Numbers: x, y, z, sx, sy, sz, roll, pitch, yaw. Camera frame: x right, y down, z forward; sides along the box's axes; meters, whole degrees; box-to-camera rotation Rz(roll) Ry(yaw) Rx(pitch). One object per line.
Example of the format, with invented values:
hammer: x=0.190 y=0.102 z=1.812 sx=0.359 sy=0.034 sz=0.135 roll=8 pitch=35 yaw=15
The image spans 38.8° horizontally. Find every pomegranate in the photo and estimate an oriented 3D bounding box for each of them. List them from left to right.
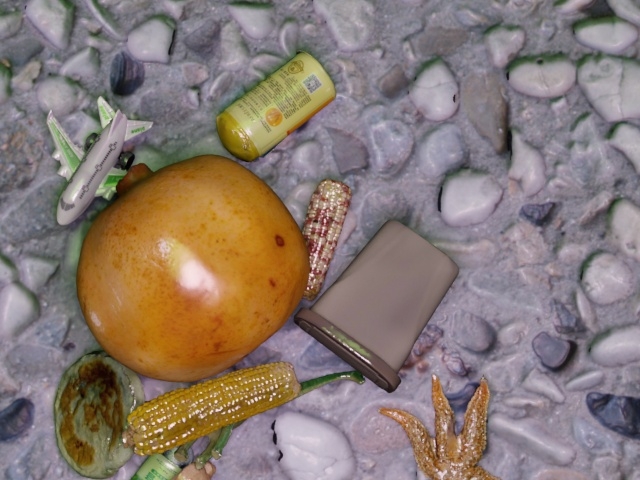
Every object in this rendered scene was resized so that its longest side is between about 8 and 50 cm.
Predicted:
pomegranate: x=-0.224 y=0.038 z=1.578 sx=0.417 sy=0.416 sz=0.416 roll=0 pitch=79 yaw=-1

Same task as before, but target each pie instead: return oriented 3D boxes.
pie: x=-0.399 y=0.309 z=1.640 sx=0.240 sy=0.054 sz=0.240 roll=-7 pitch=79 yaw=37

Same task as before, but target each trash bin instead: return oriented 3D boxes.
trash bin: x=0.109 y=0.115 z=1.652 sx=0.220 sy=0.219 sz=0.250 roll=36 pitch=74 yaw=4

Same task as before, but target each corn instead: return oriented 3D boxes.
corn: x=-0.186 y=0.284 z=1.560 sx=0.320 sy=0.097 sz=0.097 roll=-17 pitch=80 yaw=-17
corn: x=0.000 y=0.000 z=1.733 sx=0.080 sy=0.079 sz=0.237 roll=14 pitch=88 yaw=1

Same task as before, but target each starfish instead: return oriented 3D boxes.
starfish: x=0.258 y=0.385 z=1.668 sx=0.302 sy=0.084 sz=0.293 roll=-15 pitch=81 yaw=0

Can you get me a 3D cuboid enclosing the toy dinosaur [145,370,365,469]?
toy dinosaur: x=-0.173 y=0.279 z=1.688 sx=0.447 sy=0.087 sz=0.301 roll=17 pitch=47 yaw=19

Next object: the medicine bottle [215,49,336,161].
medicine bottle: x=-0.091 y=-0.253 z=1.761 sx=0.239 sy=0.124 sz=0.124 roll=-40 pitch=83 yaw=-7

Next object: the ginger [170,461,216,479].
ginger: x=-0.198 y=0.503 z=1.631 sx=0.137 sy=0.074 sz=0.213 roll=-26 pitch=83 yaw=-25

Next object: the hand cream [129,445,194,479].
hand cream: x=-0.302 y=0.441 z=1.660 sx=0.095 sy=0.046 sz=0.175 roll=36 pitch=80 yaw=2

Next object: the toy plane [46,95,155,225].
toy plane: x=-0.428 y=-0.139 z=1.739 sx=0.251 sy=0.101 sz=0.255 roll=27 pitch=84 yaw=3
